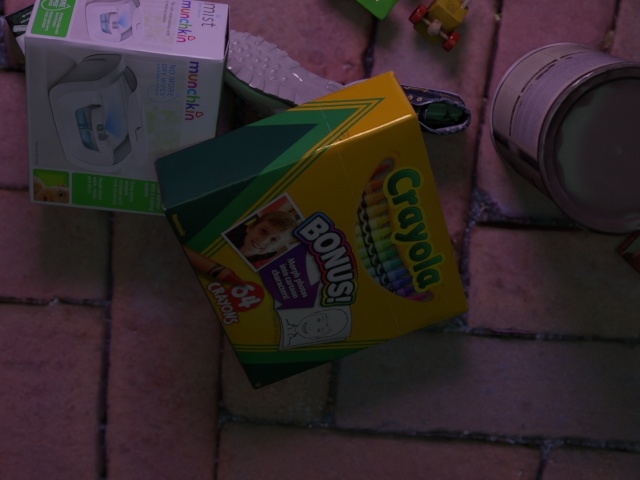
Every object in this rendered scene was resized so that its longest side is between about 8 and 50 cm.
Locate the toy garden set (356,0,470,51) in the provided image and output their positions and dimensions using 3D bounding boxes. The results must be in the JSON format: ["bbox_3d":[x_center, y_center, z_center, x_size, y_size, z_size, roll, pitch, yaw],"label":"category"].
[{"bbox_3d":[0.147,-0.387,1.543,0.204,0.049,0.244,36,98,-11],"label":"toy garden set"}]

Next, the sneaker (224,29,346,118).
[{"bbox_3d":[-0.057,-0.186,1.559,0.235,0.090,0.095,33,143,2],"label":"sneaker"}]

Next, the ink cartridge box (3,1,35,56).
[{"bbox_3d":[-0.288,-0.289,1.531,0.207,0.046,0.097,-25,106,2],"label":"ink cartridge box"}]

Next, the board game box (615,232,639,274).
[{"bbox_3d":[0.565,-0.038,1.677,0.145,0.027,0.281,41,98,-12],"label":"board game box"}]

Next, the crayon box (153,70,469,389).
[{"bbox_3d":[0.000,0.000,1.518,0.313,0.106,0.363,-20,135,1],"label":"crayon box"}]

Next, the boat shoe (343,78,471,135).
[{"bbox_3d":[0.107,-0.176,1.573,0.183,0.083,0.065,2,104,-5],"label":"boat shoe"}]

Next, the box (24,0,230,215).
[{"bbox_3d":[-0.238,-0.168,1.473,0.231,0.127,0.262,7,134,-6],"label":"box"}]

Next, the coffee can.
[{"bbox_3d":[0.340,-0.138,1.503,0.201,0.275,0.201,-1,105,-5],"label":"coffee can"}]
